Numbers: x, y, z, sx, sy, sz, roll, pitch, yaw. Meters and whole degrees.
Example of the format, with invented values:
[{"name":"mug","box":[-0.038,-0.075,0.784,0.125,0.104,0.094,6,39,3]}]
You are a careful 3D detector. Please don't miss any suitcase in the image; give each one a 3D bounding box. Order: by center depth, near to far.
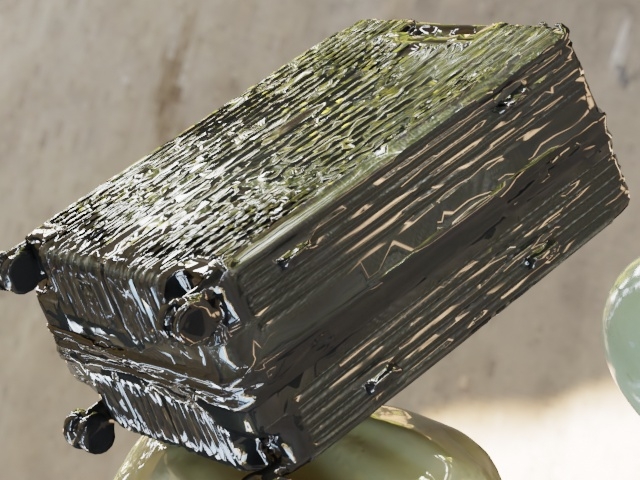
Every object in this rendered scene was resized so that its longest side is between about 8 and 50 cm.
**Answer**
[{"name":"suitcase","box":[0.000,0.000,1.231,0.229,0.335,0.152,12,131,52]}]

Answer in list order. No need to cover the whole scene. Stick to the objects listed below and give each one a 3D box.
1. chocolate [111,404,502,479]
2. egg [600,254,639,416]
[{"name":"chocolate","box":[-0.033,0.234,1.321,0.314,0.326,0.297,47,125,57]},{"name":"egg","box":[0.377,0.100,1.768,0.282,0.203,0.203,29,105,40]}]
